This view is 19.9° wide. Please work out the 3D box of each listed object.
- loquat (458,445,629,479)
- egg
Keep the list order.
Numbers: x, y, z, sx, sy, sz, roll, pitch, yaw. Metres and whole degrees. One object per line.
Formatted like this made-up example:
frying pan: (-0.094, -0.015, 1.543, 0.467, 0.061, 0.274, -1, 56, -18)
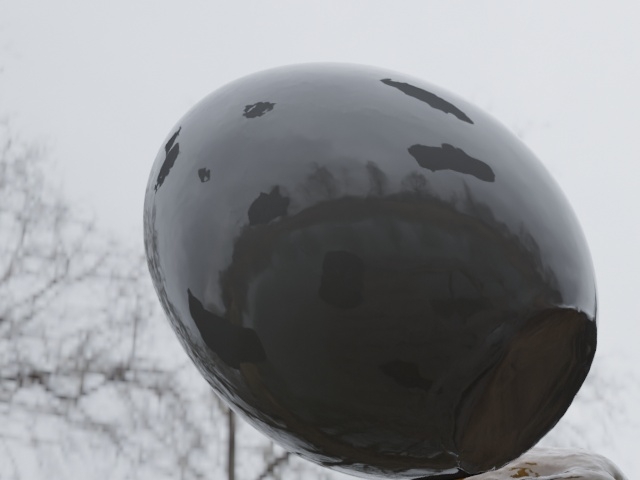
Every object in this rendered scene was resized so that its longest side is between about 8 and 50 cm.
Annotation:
loquat: (0.105, 0.162, 0.930, 0.137, 0.137, 0.113, -27, -95, 17)
egg: (0.015, 0.008, 0.825, 0.176, 0.232, 0.176, -33, -40, -33)
